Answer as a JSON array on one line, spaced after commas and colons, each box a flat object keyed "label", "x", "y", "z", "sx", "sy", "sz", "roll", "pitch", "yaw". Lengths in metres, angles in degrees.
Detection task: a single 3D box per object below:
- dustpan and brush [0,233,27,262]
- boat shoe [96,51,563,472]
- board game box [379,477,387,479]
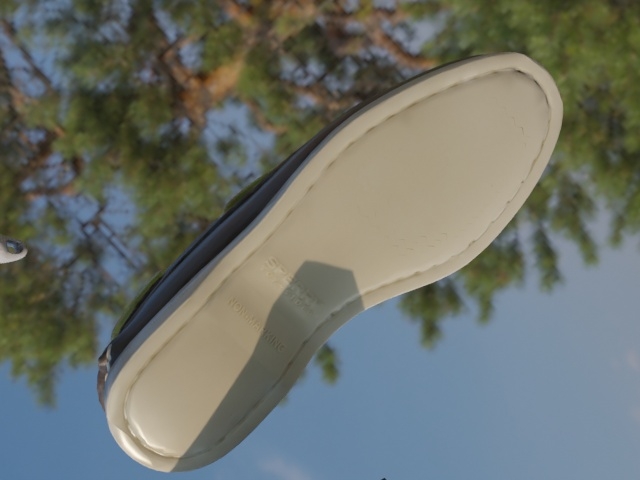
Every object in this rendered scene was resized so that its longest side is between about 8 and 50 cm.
[{"label": "dustpan and brush", "x": -0.276, "y": -0.003, "z": 0.809, "sx": 0.211, "sy": 0.060, "sz": 0.147, "roll": -1, "pitch": -115, "yaw": -33}, {"label": "boat shoe", "x": 0.000, "y": 0.000, "z": 0.775, "sx": 0.116, "sy": 0.324, "sz": 0.097, "roll": 49, "pitch": 177, "yaw": -22}, {"label": "board game box", "x": -0.058, "y": 0.247, "z": 0.754, "sx": 0.042, "sy": 0.243, "sz": 0.165, "roll": 50, "pitch": -161, "yaw": 5}]
